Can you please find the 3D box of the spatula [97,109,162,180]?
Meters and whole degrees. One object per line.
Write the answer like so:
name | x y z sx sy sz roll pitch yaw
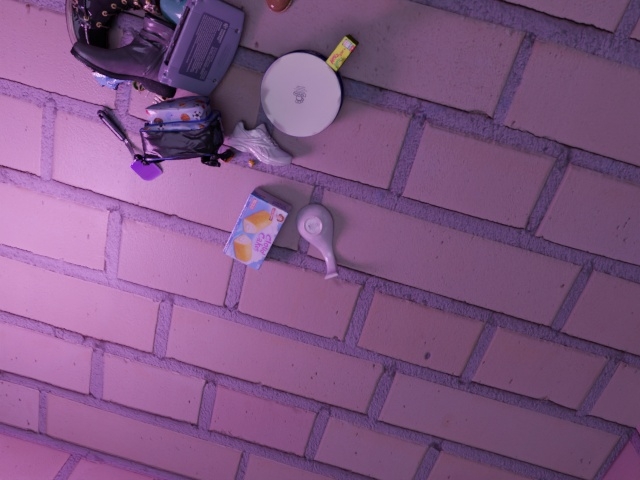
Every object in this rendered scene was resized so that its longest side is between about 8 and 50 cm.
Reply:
spatula | -0.690 -0.338 1.815 0.084 0.030 0.297 -30 107 20

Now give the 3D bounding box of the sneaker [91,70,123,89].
sneaker | -0.685 -0.545 1.711 0.162 0.063 0.073 8 134 21

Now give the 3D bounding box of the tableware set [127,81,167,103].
tableware set | -0.575 -0.527 1.722 0.154 0.024 0.104 36 112 -8

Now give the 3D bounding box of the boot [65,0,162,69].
boot | -0.631 -0.726 1.587 0.283 0.138 0.378 4 108 5

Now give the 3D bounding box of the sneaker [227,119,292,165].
sneaker | -0.195 -0.334 1.726 0.232 0.090 0.115 23 111 -4

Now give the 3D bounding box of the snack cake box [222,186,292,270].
snack cake box | -0.230 -0.041 1.856 0.152 0.089 0.265 27 114 -4

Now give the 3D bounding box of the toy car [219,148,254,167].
toy car | -0.297 -0.273 1.783 0.122 0.060 0.041 27 146 2

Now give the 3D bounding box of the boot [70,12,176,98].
boot | -0.570 -0.604 1.574 0.338 0.118 0.223 11 123 -36

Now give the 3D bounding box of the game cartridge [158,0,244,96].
game cartridge | -0.361 -0.603 1.581 0.062 0.198 0.297 48 118 30

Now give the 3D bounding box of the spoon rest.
spoon rest | 0.000 0.000 1.862 0.137 0.084 0.277 -18 97 13

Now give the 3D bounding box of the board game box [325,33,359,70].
board game box | 0.068 -0.569 1.537 0.043 0.181 0.092 37 113 -10

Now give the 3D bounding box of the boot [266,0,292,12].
boot | -0.116 -0.806 1.472 0.112 0.115 0.305 18 132 0

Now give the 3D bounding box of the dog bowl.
dog bowl | -0.058 -0.472 1.638 0.264 0.104 0.265 3 114 6

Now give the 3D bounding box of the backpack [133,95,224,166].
backpack | -0.437 -0.358 1.650 0.276 0.263 0.213 2 108 2

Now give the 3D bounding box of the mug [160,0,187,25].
mug | -0.427 -0.732 1.546 0.097 0.130 0.158 29 154 4
